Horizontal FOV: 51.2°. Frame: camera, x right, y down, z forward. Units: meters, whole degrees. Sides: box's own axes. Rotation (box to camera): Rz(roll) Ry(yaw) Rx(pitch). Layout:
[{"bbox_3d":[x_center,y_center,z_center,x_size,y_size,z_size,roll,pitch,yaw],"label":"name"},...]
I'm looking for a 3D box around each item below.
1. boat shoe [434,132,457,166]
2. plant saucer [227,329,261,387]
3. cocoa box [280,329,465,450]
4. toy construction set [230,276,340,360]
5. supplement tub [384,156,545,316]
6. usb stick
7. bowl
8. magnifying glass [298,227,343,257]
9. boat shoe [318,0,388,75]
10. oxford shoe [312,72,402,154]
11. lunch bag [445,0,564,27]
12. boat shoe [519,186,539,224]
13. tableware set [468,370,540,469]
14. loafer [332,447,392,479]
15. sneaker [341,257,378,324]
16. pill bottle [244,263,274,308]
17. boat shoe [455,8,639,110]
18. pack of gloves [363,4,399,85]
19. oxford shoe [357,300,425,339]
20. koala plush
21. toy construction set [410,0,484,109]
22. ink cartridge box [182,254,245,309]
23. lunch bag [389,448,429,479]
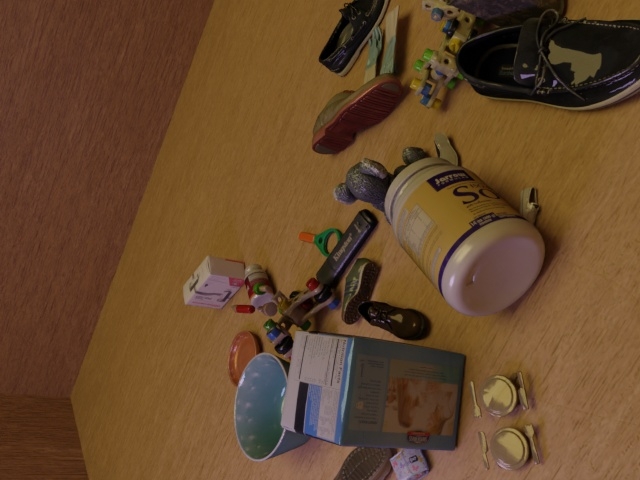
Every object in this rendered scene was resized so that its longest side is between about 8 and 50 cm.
[{"bbox_3d":[0.321,-0.219,1.711,0.046,0.038,0.125,-20,60,3],"label":"boat shoe"},{"bbox_3d":[-0.263,0.417,2.341,0.200,0.037,0.200,-23,61,51],"label":"plant saucer"},{"bbox_3d":[0.125,0.342,1.525,0.228,0.347,0.232,-5,74,54],"label":"cocoa box"},{"bbox_3d":[-0.123,0.226,1.993,0.237,0.308,0.258,-8,64,59],"label":"toy construction set"},{"bbox_3d":[0.306,-0.019,1.482,0.241,0.241,0.331,-61,38,22],"label":"supplement tub"},{"bbox_3d":[0.074,0.029,1.977,0.278,0.045,0.077,-56,44,27],"label":"usb stick"},{"bbox_3d":[-0.114,0.496,1.984,0.311,0.163,0.312,-23,61,49],"label":"bowl"},{"bbox_3d":[0.000,0.000,2.118,0.231,0.026,0.092,13,90,54],"label":"magnifying glass"},{"bbox_3d":[0.099,-0.696,2.129,0.340,0.113,0.127,-55,39,28],"label":"boat shoe"},{"bbox_3d":[0.092,-0.410,2.015,0.397,0.140,0.147,-30,56,47],"label":"oxford shoe"},{"bbox_3d":[0.431,-0.657,1.525,0.169,0.235,0.287,-10,71,60],"label":"lunch bag"},{"bbox_3d":[0.461,-0.071,1.462,0.035,0.035,0.100,-24,53,53],"label":"boat shoe"},{"bbox_3d":[0.391,0.381,1.405,0.128,0.039,0.194,-22,67,37],"label":"tableware set"},{"bbox_3d":[0.095,0.622,1.709,0.268,0.092,0.102,-49,42,11],"label":"loafer"},{"bbox_3d":[0.100,0.137,1.894,0.086,0.064,0.192,40,111,61],"label":"sneaker"},{"bbox_3d":[-0.216,0.157,2.319,0.086,0.086,0.152,-54,39,30],"label":"pill bottle"},{"bbox_3d":[0.489,-0.385,1.424,0.500,0.156,0.187,17,91,55],"label":"boat shoe"},{"bbox_3d":[0.196,-0.561,2.023,0.195,0.046,0.232,163,115,-68],"label":"pack of gloves"},{"bbox_3d":[0.177,0.205,1.725,0.227,0.096,0.083,7,83,54],"label":"oxford shoe"},{"bbox_3d":[0.160,-0.145,1.755,0.196,0.221,0.203,-36,51,43],"label":"koala plush"},{"bbox_3d":[0.332,-0.521,1.721,0.215,0.151,0.328,124,157,-70],"label":"toy construction set"},{"bbox_3d":[-0.402,0.162,2.520,0.218,0.158,0.092,-45,46,39],"label":"ink cartridge box"},{"bbox_3d":[0.215,0.535,1.594,0.083,0.053,0.071,-44,46,26],"label":"lunch bag"}]
